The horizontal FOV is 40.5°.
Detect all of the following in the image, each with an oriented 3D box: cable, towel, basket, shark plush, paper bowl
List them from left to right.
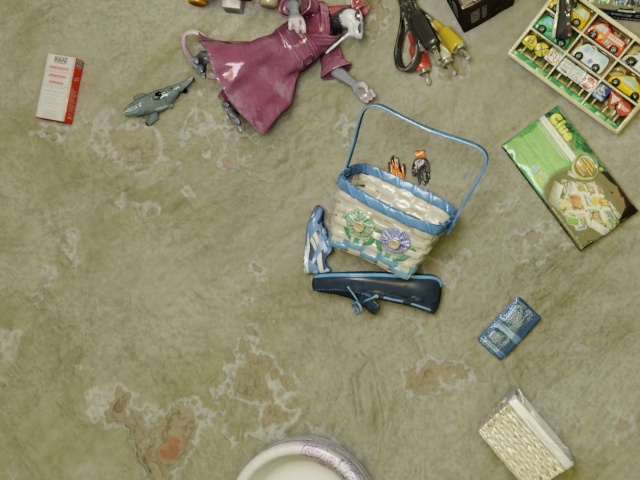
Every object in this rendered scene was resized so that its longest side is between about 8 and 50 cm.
[{"bbox_3d":[-0.335,-0.295,1.827,0.161,0.067,0.073,-15,85,9],"label":"shark plush"},{"bbox_3d":[-0.029,0.526,1.698,0.284,0.148,0.284,0,88,9],"label":"paper bowl"},{"bbox_3d":[0.157,-0.089,1.657,0.254,0.201,0.289,24,108,11],"label":"basket"},{"bbox_3d":[0.191,-0.452,1.767,0.139,0.072,0.287,-29,70,24],"label":"cable"},{"bbox_3d":[0.372,0.173,1.706,0.067,0.029,0.119,43,94,8],"label":"towel"},{"bbox_3d":[0.387,0.380,1.654,0.103,0.113,0.167,-41,82,10],"label":"basket"}]

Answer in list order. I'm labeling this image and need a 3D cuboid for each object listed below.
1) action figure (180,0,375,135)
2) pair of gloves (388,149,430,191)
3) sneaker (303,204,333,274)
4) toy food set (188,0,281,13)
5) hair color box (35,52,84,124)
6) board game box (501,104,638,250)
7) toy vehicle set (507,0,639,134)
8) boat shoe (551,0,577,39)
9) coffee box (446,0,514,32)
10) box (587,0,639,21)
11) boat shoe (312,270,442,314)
[{"bbox_3d":[-0.056,-0.380,1.761,0.370,0.248,0.276,-35,39,-6],"label":"action figure"},{"bbox_3d":[0.180,-0.142,1.762,0.083,0.010,0.074,-12,90,8],"label":"pair of gloves"},{"bbox_3d":[0.000,0.000,1.767,0.059,0.053,0.144,6,97,11],"label":"sneaker"},{"bbox_3d":[-0.158,-0.534,1.786,0.232,0.111,0.105,8,87,8],"label":"toy food set"},{"bbox_3d":[-0.565,-0.328,1.880,0.072,0.043,0.141,12,91,10],"label":"hair color box"},{"bbox_3d":[0.486,-0.122,1.701,0.136,0.030,0.260,-36,82,9],"label":"board game box"},{"bbox_3d":[0.518,-0.348,1.673,0.267,0.035,0.166,37,107,5],"label":"toy vehicle set"},{"bbox_3d":[0.460,-0.444,1.624,0.042,0.049,0.133,6,109,17],"label":"boat shoe"},{"bbox_3d":[0.260,-0.578,1.689,0.118,0.168,0.297,-28,83,7],"label":"coffee box"},{"bbox_3d":[0.569,-0.548,1.693,0.175,0.051,0.220,9,89,10],"label":"box"},{"bbox_3d":[0.109,0.107,1.717,0.258,0.109,0.089,2,91,12],"label":"boat shoe"}]
